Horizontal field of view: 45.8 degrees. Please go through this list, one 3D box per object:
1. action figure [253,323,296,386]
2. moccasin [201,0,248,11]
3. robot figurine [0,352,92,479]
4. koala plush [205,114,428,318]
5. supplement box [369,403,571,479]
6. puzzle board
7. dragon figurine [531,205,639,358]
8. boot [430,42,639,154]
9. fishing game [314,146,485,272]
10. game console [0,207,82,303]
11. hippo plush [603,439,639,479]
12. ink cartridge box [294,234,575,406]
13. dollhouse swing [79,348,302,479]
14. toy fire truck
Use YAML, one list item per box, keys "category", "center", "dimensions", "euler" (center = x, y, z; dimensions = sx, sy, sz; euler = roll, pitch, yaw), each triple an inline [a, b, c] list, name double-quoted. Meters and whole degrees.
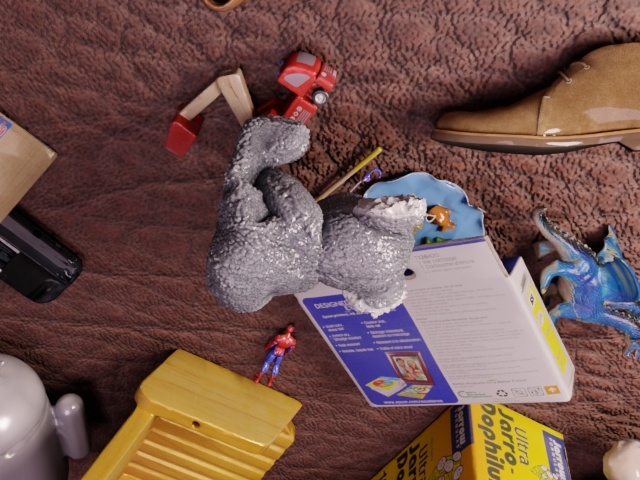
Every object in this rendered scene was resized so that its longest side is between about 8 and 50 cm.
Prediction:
- category: "action figure"
  center: [-0.066, 0.170, 1.141]
  dimensions: [0.038, 0.030, 0.115]
  euler: [20, 121, -16]
- category: "moccasin"
  center: [-0.064, -0.388, 0.649]
  dimensions: [0.139, 0.147, 0.380]
  euler: [17, 127, -7]
- category: "robot figurine"
  center: [-0.518, 0.319, 1.191]
  dimensions: [0.300, 0.199, 0.353]
  euler: [-11, 128, -15]
- category: "koala plush"
  center: [0.000, 0.000, 0.835]
  dimensions: [0.221, 0.203, 0.196]
  euler: [12, 131, 0]
- category: "supplement box"
  center: [0.214, 0.443, 1.214]
  dimensions: [0.195, 0.194, 0.356]
  euler: [27, 124, -14]
- category: "puzzle board"
  center: [-0.413, -0.091, 0.959]
  dimensions: [0.096, 0.011, 0.128]
  euler: [40, 95, -27]
- category: "dragon figurine"
  center: [0.351, 0.039, 0.964]
  dimensions: [0.144, 0.085, 0.289]
  euler: [-13, 125, 15]
- category: "boot"
  center: [0.275, -0.152, 0.843]
  dimensions: [0.305, 0.112, 0.115]
  euler: [-2, 96, 12]
- category: "fishing game"
  center: [0.123, -0.003, 0.986]
  dimensions: [0.189, 0.041, 0.264]
  euler: [-33, 117, 29]
- category: "game console"
  center: [-0.497, -0.035, 1.023]
  dimensions: [0.213, 0.044, 0.361]
  euler: [-36, 114, 27]
- category: "hippo plush"
  center: [0.463, 0.420, 1.189]
  dimensions: [0.234, 0.294, 0.236]
  euler: [49, 145, -6]
- category: "ink cartridge box"
  center: [0.139, 0.104, 1.002]
  dimensions: [0.304, 0.072, 0.307]
  euler: [-9, 127, 33]
- category: "dollhouse swing"
  center: [-0.241, 0.405, 1.165]
  dimensions: [0.315, 0.305, 0.347]
  euler: [27, 124, -13]
- category: "toy fire truck"
  center: [-0.084, -0.156, 0.887]
  dimensions: [0.135, 0.047, 0.192]
  euler: [30, 124, -16]
